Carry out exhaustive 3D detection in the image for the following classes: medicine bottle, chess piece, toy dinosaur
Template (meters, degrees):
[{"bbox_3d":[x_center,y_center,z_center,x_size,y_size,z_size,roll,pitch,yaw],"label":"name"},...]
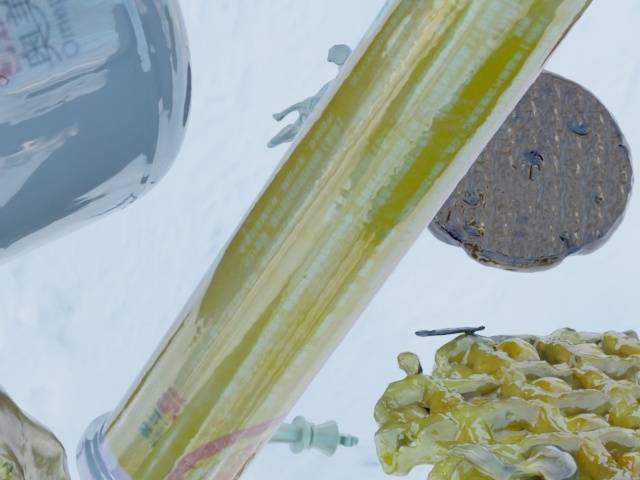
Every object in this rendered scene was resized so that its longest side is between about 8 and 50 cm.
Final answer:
[{"bbox_3d":[0.000,0.000,0.829,0.108,0.108,0.426,34,116,-2],"label":"medicine bottle"},{"bbox_3d":[-0.028,0.204,1.510,0.149,0.059,0.059,11,80,-25],"label":"chess piece"},{"bbox_3d":[0.032,-0.130,1.198,0.187,0.106,0.044,-36,76,2],"label":"toy dinosaur"},{"bbox_3d":[-0.256,-0.087,0.832,0.306,0.245,0.245,-29,86,-33],"label":"medicine bottle"}]

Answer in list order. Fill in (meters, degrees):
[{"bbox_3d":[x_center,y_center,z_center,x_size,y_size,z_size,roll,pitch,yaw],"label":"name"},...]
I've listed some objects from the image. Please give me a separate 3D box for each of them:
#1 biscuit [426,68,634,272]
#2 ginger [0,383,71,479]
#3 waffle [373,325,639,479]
[{"bbox_3d":[0.173,-0.066,1.267,0.212,0.036,0.212,1,60,-2],"label":"biscuit"},{"bbox_3d":[-0.161,0.059,0.532,0.115,0.205,0.081,-2,44,7],"label":"ginger"},{"bbox_3d":[0.175,0.098,0.707,0.280,0.262,0.060,12,109,27],"label":"waffle"}]
